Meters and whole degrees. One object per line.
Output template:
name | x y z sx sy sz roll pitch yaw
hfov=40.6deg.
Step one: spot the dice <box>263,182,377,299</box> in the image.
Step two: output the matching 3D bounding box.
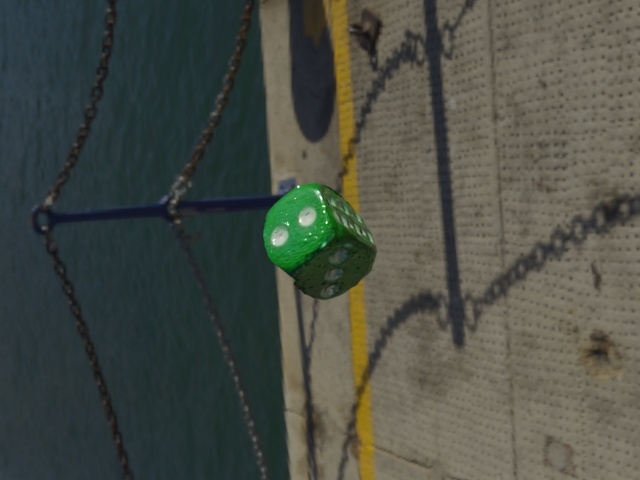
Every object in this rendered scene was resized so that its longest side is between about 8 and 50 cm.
dice | 0.000 0.000 1.262 0.120 0.128 0.131 -39 49 18
